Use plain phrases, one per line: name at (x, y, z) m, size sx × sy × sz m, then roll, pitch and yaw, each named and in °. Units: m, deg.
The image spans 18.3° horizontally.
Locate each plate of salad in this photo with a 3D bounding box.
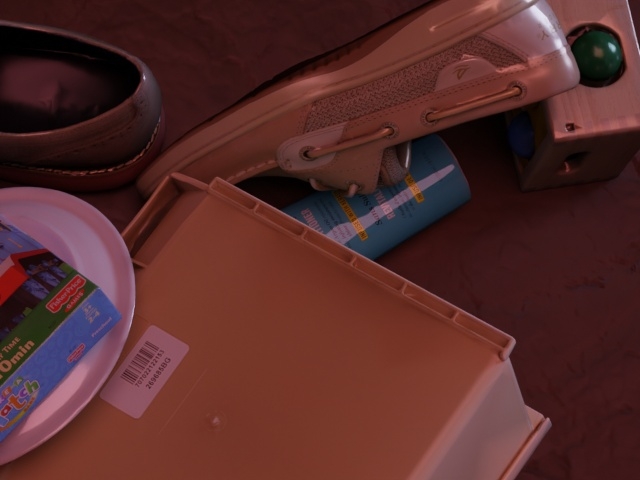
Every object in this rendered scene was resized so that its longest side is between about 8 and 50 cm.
plate of salad at (-0.198, 0.056, 1.164) m, size 0.199 × 0.048 × 0.200 m, roll -10°, pitch 53°, yaw 13°

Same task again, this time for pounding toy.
pounding toy at (0.153, -0.116, 1.321) m, size 0.100 × 0.141 × 0.130 m, roll -9°, pitch 75°, yaw -8°

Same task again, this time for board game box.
board game box at (-0.239, 0.043, 1.133) m, size 0.211 × 0.039 × 0.160 m, roll 32°, pitch 72°, yaw 36°

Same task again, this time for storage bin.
storage bin at (-0.049, 0.129, 1.172) m, size 0.260 × 0.123 × 0.262 m, roll 29°, pitch 72°, yaw 25°

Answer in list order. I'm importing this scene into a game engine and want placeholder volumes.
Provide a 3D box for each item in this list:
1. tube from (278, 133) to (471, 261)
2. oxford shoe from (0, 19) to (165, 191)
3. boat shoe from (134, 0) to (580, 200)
tube at (0.000, 0.000, 1.325) m, size 0.207 × 0.052 × 0.080 m, roll -30°, pitch 68°, yaw -8°
oxford shoe at (-0.273, -0.105, 1.278) m, size 0.348 × 0.130 × 0.123 m, roll -1°, pitch 74°, yaw -6°
boat shoe at (0.019, -0.073, 1.268) m, size 0.302 × 0.109 × 0.098 m, roll -25°, pitch 98°, yaw 20°
